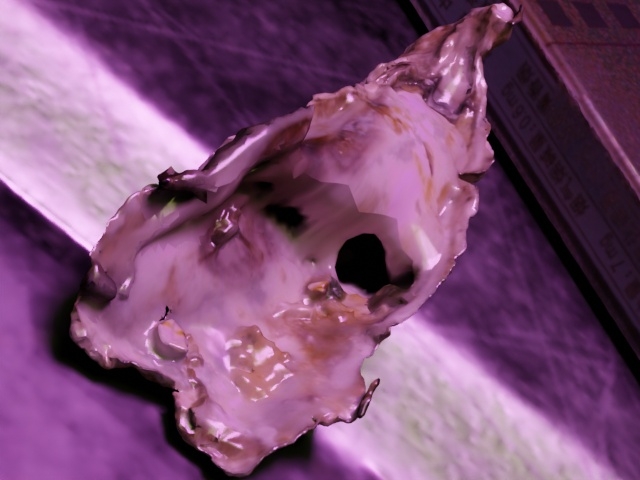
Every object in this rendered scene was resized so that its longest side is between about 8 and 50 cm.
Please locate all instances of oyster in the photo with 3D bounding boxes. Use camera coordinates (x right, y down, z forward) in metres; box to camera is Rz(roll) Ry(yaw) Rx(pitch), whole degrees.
[{"bbox_3d":[0.001,-0.001,0.579,0.200,0.061,0.106,-20,86,-46],"label":"oyster"}]

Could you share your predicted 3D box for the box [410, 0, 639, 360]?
[{"bbox_3d":[0.113,-0.092,0.750,0.180,0.047,0.325,-6,57,-43],"label":"box"}]
